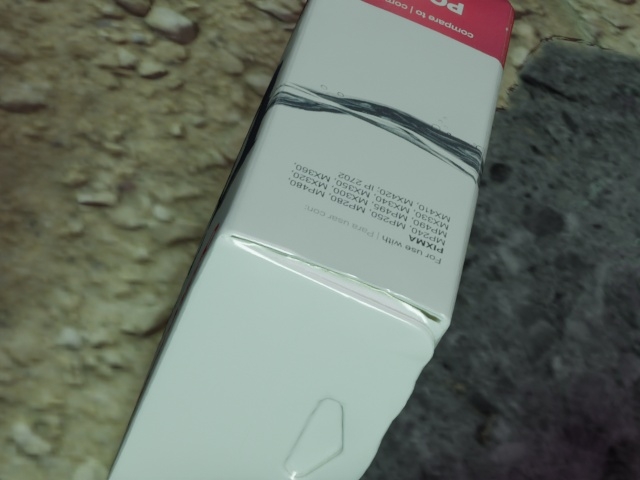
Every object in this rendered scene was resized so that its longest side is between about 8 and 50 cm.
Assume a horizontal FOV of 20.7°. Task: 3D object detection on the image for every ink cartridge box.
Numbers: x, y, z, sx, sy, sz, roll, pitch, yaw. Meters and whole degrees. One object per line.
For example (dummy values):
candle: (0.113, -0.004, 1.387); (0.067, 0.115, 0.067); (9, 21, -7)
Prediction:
ink cartridge box: (0.000, 0.000, 0.798); (0.100, 0.172, 0.237); (23, 40, -4)
